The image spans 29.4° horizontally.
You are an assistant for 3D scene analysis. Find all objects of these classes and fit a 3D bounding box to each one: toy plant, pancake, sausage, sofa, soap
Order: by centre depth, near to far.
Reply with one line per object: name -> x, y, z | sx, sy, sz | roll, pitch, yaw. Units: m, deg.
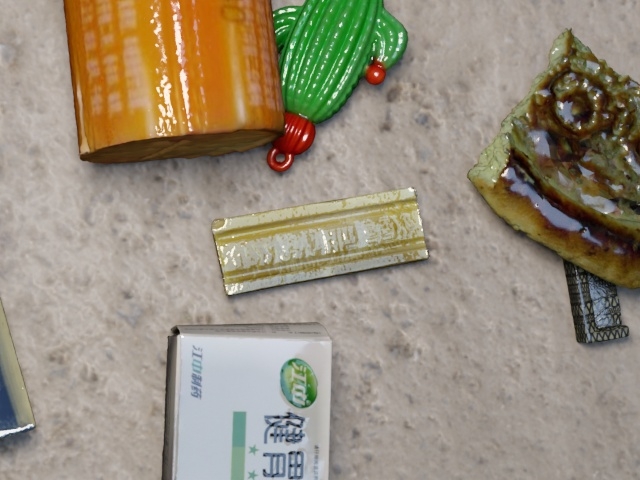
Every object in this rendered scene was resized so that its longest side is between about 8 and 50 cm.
sausage -> -0.163, -0.239, 1.330 | 0.233, 0.233, 0.287 | -5, 88, -12
toy plant -> -0.011, -0.210, 1.431 | 0.240, 0.088, 0.154 | -42, 82, -1
soap -> 0.000, 0.000, 1.439 | 0.252, 0.037, 0.092 | -10, 86, -11
pancake -> 0.402, -0.083, 1.490 | 0.427, 0.067, 0.304 | 22, 70, -8
sofa -> 0.339, 0.065, 1.500 | 0.060, 0.039, 0.117 | -8, 87, -12

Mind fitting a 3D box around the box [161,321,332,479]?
box -> -0.087, 0.253, 1.349 | 0.173, 0.145, 0.332 | 3, 85, -13

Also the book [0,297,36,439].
book -> -0.488, 0.142, 1.291 | 0.323, 0.018, 0.228 | -14, 71, -18
